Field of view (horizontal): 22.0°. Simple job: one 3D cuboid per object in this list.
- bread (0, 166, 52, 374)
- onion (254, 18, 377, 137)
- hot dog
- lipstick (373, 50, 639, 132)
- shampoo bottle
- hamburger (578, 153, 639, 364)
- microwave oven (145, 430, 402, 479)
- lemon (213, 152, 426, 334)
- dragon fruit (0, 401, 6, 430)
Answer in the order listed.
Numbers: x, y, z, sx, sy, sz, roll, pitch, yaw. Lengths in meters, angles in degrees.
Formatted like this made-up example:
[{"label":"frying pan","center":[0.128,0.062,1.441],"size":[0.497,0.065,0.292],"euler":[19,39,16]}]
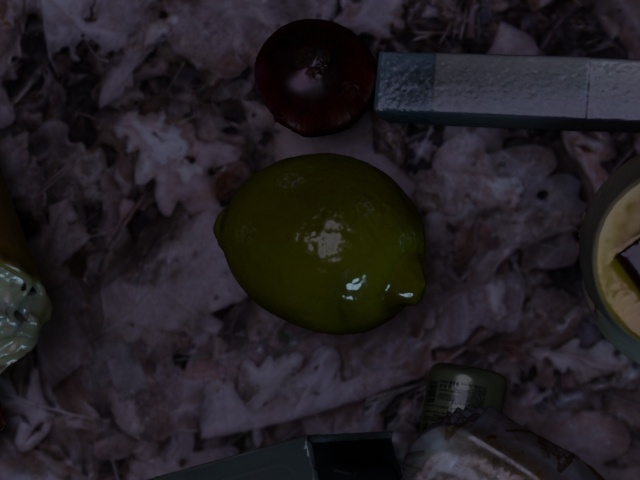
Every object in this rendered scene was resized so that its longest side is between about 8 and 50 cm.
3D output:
[{"label":"bread","center":[-0.514,-0.001,1.752],"size":[0.361,0.250,0.394],"euler":[-33,54,10]},{"label":"onion","center":[-0.003,-0.169,1.719],"size":[0.131,0.131,0.131],"euler":[-3,80,16]},{"label":"hot dog","center":[0.195,0.257,1.531],"size":[0.268,0.075,0.144],"euler":[39,91,23]},{"label":"lipstick","center":[0.216,-0.150,1.679],"size":[0.317,0.066,0.068],"euler":[4,82,17]},{"label":"shampoo bottle","center":[0.135,0.206,1.637],"size":[0.079,0.079,0.162],"euler":[8,84,17]},{"label":"hamburger","center":[0.390,0.004,1.563],"size":[0.295,0.151,0.227],"euler":[-20,82,8]},{"label":"microwave oven","center":[-0.017,0.351,1.590],"size":[0.237,0.181,0.295],"euler":[-19,76,30]},{"label":"lemon","center":[0.000,0.000,1.657],"size":[0.248,0.184,0.184],"euler":[18,86,27]},{"label":"dragon fruit","center":[-0.384,0.183,1.793],"size":[0.081,0.086,0.116],"euler":[1,65,51]}]
